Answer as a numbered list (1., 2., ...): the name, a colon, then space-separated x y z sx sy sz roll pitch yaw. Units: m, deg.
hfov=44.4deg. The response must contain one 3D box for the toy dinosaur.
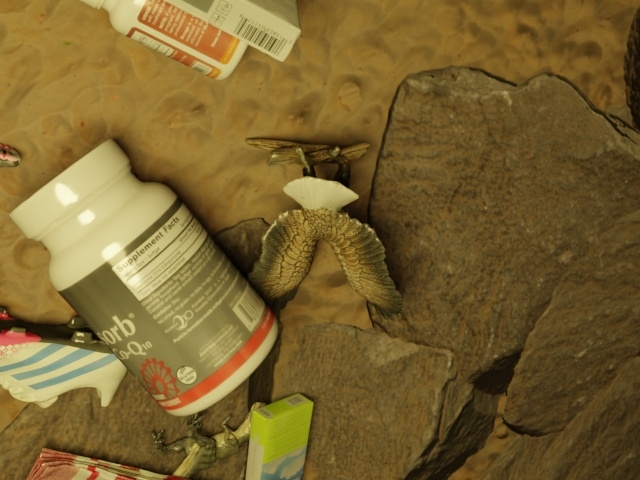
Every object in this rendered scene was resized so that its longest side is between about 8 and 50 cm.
1. toy dinosaur: -0.209 0.345 1.304 0.268 0.064 0.118 -35 122 -2

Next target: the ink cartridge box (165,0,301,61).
1. ink cartridge box: -0.121 -0.349 1.030 0.189 0.232 0.066 22 122 -24

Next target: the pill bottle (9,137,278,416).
1. pill bottle: -0.243 0.050 1.099 0.210 0.210 0.363 -39 105 -3

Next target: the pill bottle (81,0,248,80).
1. pill bottle: -0.203 -0.313 1.052 0.216 0.121 0.121 24 99 -24

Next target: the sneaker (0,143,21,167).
1. sneaker: -0.473 -0.102 1.076 0.119 0.047 0.057 0 114 -11

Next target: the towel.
1. towel: -0.339 0.468 1.288 0.329 0.037 0.237 20 113 -24

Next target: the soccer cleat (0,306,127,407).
1. soccer cleat: -0.444 0.175 1.134 0.331 0.116 0.143 11 103 -22

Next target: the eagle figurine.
1. eagle figurine: 0.007 -0.002 1.194 0.225 0.226 0.298 -8 106 -38

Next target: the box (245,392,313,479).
1. box: -0.072 0.359 1.337 0.109 0.042 0.178 -11 116 -45
